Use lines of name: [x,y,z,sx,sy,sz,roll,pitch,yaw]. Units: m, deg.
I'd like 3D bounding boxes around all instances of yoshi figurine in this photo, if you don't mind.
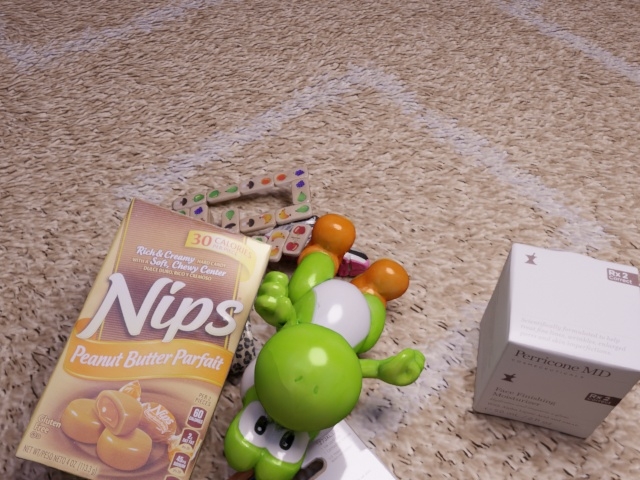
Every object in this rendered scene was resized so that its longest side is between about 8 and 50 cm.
yoshi figurine: [0.012,0.109,0.715,0.204,0.203,0.362,1,35,21]

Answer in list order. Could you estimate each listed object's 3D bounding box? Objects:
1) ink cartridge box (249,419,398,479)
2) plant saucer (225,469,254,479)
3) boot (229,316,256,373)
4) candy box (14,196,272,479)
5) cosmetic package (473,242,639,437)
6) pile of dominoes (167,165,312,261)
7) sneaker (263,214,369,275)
ink cartridge box: [0.070,0.375,0.628,0.176,0.069,0.371,-32,60,-24]
plant saucer: [-0.106,0.282,0.690,0.083,0.083,0.013,-33,73,-25]
boot: [-0.191,0.094,0.838,0.179,0.085,0.236,-9,63,-11]
candy box: [-0.195,0.127,0.726,0.183,0.087,0.316,20,71,-4]
cosmetic package: [0.290,0.127,0.763,0.151,0.183,0.151,11,51,8]
pile of dominoes: [-0.136,-0.034,0.938,0.251,0.040,0.196,-14,46,5]
sneaker: [0.000,0.000,0.938,0.170,0.063,0.074,16,57,17]
